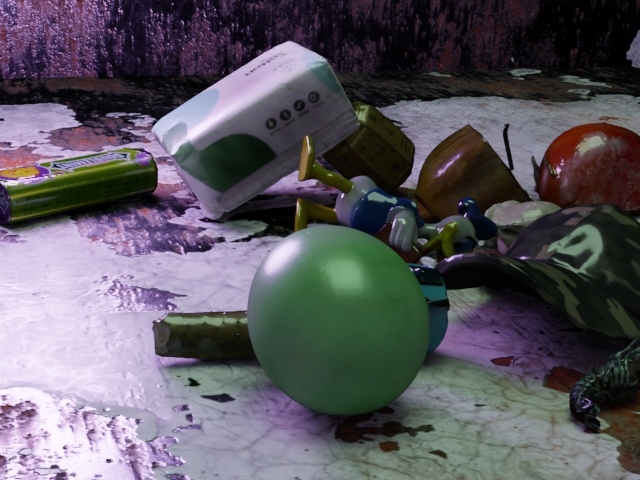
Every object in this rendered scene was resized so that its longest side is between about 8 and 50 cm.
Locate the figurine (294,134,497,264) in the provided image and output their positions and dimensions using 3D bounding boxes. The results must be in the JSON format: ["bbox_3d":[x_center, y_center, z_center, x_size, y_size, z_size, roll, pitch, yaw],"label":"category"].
[{"bbox_3d":[0.138,-0.030,1.820,0.339,0.204,0.283,3,29,-13],"label":"figurine"}]

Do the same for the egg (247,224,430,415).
[{"bbox_3d":[0.020,0.094,1.378,0.221,0.220,0.269,-3,33,-15],"label":"egg"}]

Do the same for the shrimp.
[{"bbox_3d":[0.365,0.175,1.409,0.076,0.082,0.174,23,34,37],"label":"shrimp"}]

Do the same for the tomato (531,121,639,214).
[{"bbox_3d":[0.588,-0.161,2.307,0.309,0.170,0.309,0,19,0],"label":"tomato"}]

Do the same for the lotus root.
[{"bbox_3d":[0.283,-0.099,2.137,0.180,0.199,0.188,-38,11,4],"label":"lotus root"}]

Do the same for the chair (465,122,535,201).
[{"bbox_3d":[0.347,-0.123,2.310,0.174,0.149,0.213,-4,61,-27],"label":"chair"}]

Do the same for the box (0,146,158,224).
[{"bbox_3d":[-0.490,-0.114,2.171,0.346,0.097,0.134,-16,24,-43],"label":"box"}]

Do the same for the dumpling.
[{"bbox_3d":[0.371,-0.020,1.960,0.199,0.118,0.136,20,16,-15],"label":"dumpling"}]

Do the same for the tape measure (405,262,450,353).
[{"bbox_3d":[0.127,0.095,1.544,0.081,0.125,0.146,4,1,-22],"label":"tape measure"}]

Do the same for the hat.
[{"bbox_3d":[0.355,0.021,1.623,0.366,0.257,0.382,15,-14,34],"label":"hat"}]

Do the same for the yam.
[{"bbox_3d":[-0.070,0.128,1.519,0.318,0.071,0.067,1,10,-9],"label":"yam"}]

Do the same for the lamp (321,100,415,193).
[{"bbox_3d":[0.097,-0.188,2.296,0.185,0.161,0.161,41,2,-25],"label":"lamp"}]

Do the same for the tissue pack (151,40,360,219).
[{"bbox_3d":[-0.136,-0.224,2.189,0.357,0.193,0.266,-33,24,-5],"label":"tissue pack"}]

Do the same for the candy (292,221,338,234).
[{"bbox_3d":[0.000,0.000,1.959,0.103,0.043,0.103,1,18,0],"label":"candy"}]
